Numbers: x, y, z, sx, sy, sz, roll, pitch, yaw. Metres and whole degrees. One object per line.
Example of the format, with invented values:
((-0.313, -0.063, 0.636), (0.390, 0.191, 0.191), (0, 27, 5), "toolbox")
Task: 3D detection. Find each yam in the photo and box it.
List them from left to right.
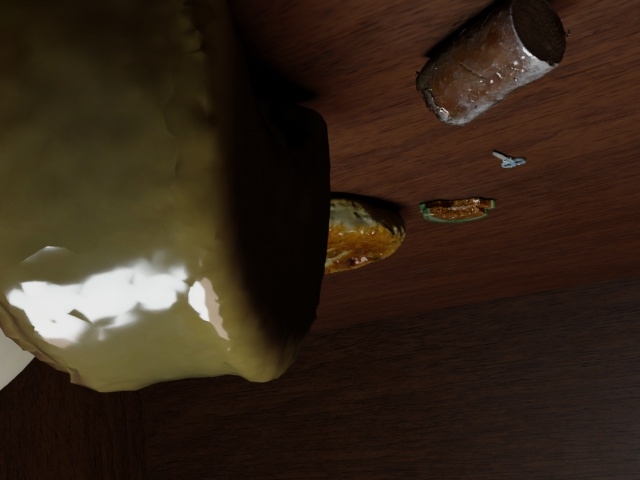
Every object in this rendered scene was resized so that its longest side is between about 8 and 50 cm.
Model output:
((0.154, -0.161, 0.698), (0.079, 0.079, 0.141), (2, 163, -29), "yam")

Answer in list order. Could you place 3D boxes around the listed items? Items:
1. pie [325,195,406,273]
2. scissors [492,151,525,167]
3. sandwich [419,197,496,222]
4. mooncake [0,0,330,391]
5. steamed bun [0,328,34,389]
((0.000, 0.000, 1.302), (0.315, 0.092, 0.315), (-6, 165, -2), "pie")
((0.263, -0.116, 1.083), (0.036, 0.006, 0.083), (-13, 165, 36), "scissors")
((0.232, -0.050, 1.301), (0.135, 0.029, 0.067), (-4, 167, -9), "sandwich")
((-0.137, -0.072, 0.648), (0.246, 0.393, 0.394), (-8, 127, 9), "mooncake")
((-0.434, 0.040, 0.761), (0.374, 0.333, 0.334), (-33, 164, 2), "steamed bun")
